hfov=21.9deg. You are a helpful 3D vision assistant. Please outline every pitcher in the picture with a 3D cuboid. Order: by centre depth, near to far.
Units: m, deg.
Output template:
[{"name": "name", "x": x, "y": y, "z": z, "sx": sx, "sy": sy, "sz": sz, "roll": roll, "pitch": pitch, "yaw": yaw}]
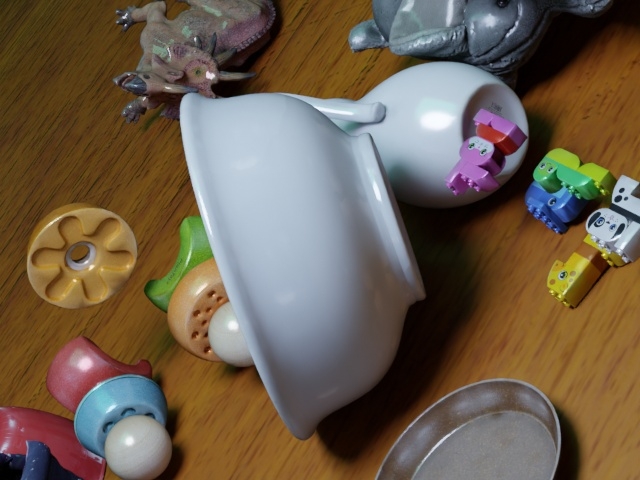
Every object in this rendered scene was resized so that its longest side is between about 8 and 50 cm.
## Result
[{"name": "pitcher", "x": 0.060, "y": -0.096, "z": 1.435, "sx": 0.207, "sy": 0.177, "sz": 0.126, "roll": -1, "pitch": 77, "yaw": 51}]

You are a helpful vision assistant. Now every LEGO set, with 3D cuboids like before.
[{"name": "LEGO set", "x": 0.186, "y": -0.011, "z": 1.280, "sx": 0.093, "sy": 0.087, "sz": 0.227, "roll": -52, "pitch": 38, "yaw": -4}]

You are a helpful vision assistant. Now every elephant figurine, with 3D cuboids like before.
[{"name": "elephant figurine", "x": 0.137, "y": -0.200, "z": 1.482, "sx": 0.169, "sy": 0.186, "sz": 0.239, "roll": -5, "pitch": 38, "yaw": -12}]

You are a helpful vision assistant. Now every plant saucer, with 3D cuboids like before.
[{"name": "plant saucer", "x": 0.109, "y": 0.177, "z": 1.201, "sx": 0.168, "sy": 0.029, "sz": 0.168, "roll": -30, "pitch": 35, "yaw": 24}]

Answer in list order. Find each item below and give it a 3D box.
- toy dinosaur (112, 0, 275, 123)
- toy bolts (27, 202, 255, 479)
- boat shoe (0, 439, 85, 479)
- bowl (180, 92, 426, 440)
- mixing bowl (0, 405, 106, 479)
[{"name": "toy dinosaur", "x": -0.124, "y": -0.221, "z": 1.860, "sx": 0.200, "sy": 0.127, "sz": 0.296, "roll": 14, "pitch": 52, "yaw": 47}, {"name": "toy bolts", "x": -0.165, "y": 0.097, "z": 1.469, "sx": 0.229, "sy": 0.218, "sz": 0.158, "roll": -62, "pitch": 34, "yaw": 15}, {"name": "boat shoe", "x": -0.259, "y": 0.323, "z": 1.329, "sx": 0.127, "sy": 0.158, "sz": 0.341, "roll": -15, "pitch": 41, "yaw": 27}, {"name": "bowl", "x": 0.000, "y": 0.000, "z": 1.330, "sx": 0.134, "sy": 0.298, "sz": 0.298, "roll": -20, "pitch": 35, "yaw": 5}, {"name": "mixing bowl", "x": -0.301, "y": 0.225, "z": 1.563, "sx": 0.181, "sy": 0.098, "sz": 0.181, "roll": -29, "pitch": 35, "yaw": 24}]
